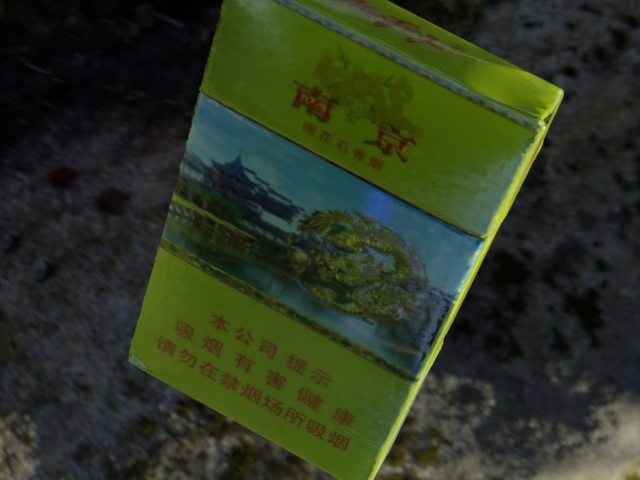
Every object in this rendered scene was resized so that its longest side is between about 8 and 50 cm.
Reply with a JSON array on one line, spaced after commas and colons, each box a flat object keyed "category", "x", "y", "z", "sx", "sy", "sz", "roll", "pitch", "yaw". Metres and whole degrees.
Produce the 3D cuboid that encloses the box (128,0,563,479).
[{"category": "box", "x": 0.000, "y": 0.000, "z": 0.970, "sx": 0.187, "sy": 0.335, "sz": 0.047, "roll": 29, "pitch": 44, "yaw": 8}]
